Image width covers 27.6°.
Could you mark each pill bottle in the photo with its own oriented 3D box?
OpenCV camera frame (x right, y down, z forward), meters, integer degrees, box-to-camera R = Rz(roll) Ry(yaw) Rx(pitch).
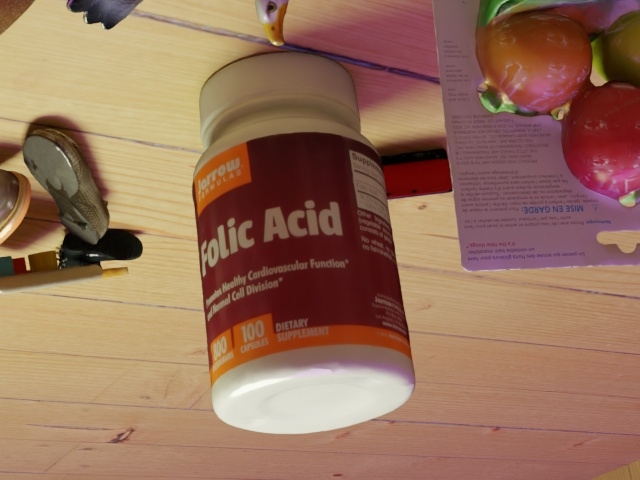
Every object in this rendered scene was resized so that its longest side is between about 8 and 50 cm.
[{"bbox_3d":[-0.028,0.001,1.471,0.224,0.392,0.224,-7,156,-3],"label":"pill bottle"}]

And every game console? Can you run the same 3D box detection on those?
[{"bbox_3d":[0.102,-0.068,1.732,0.144,0.085,0.124,-6,156,-1],"label":"game console"}]

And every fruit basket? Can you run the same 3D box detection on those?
[{"bbox_3d":[0.272,-0.142,1.297,0.327,0.353,0.165,-3,170,-12],"label":"fruit basket"}]

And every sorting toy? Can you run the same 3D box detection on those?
[{"bbox_3d":[-0.415,0.044,1.722,0.196,0.047,0.347,-6,-178,40],"label":"sorting toy"}]

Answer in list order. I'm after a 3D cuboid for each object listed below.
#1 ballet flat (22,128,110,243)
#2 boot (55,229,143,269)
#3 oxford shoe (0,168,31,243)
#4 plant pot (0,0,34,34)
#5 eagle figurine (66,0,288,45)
[{"bbox_3d":[-0.312,-0.076,1.644,0.084,0.058,0.250,24,157,18],"label":"ballet flat"},{"bbox_3d":[-0.321,0.023,1.867,0.121,0.045,0.099,3,155,-15],"label":"boot"},{"bbox_3d":[-0.532,-0.027,1.599,0.363,0.130,0.133,-14,149,15],"label":"oxford shoe"},{"bbox_3d":[-0.355,-0.285,0.981,0.237,0.237,0.254,-17,141,20],"label":"plant pot"},{"bbox_3d":[-0.066,-0.269,1.063,0.298,0.225,0.226,0,152,-10],"label":"eagle figurine"}]
